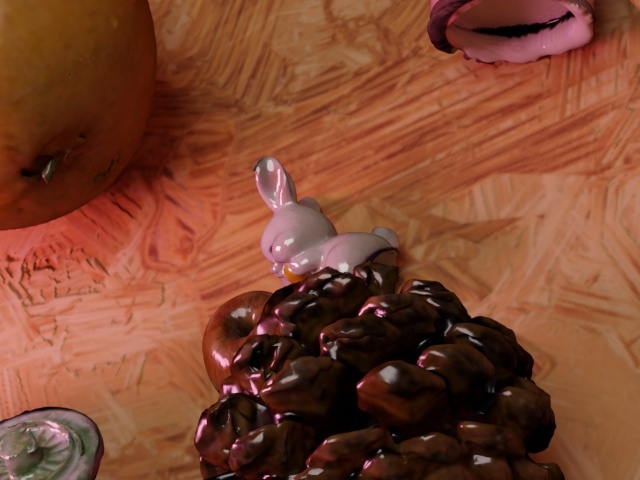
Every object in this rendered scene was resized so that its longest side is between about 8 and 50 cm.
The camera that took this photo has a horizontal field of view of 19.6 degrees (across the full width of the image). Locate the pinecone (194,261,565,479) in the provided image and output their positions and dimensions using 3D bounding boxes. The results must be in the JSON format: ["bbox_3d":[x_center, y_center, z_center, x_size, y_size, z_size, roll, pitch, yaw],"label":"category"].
[{"bbox_3d":[0.036,0.138,1.164,0.243,0.243,0.257,-24,13,10],"label":"pinecone"}]

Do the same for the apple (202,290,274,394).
[{"bbox_3d":[-0.043,0.080,1.320,0.084,0.071,0.084,-10,52,13],"label":"apple"}]

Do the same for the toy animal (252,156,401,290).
[{"bbox_3d":[-0.004,0.005,1.343,0.124,0.071,0.085,24,75,33],"label":"toy animal"}]

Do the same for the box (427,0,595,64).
[{"bbox_3d":[0.141,-0.210,1.363,0.151,0.151,0.135,-5,70,22],"label":"box"}]

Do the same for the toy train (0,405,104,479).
[{"bbox_3d":[-0.266,0.214,1.242,0.307,0.173,0.249,23,51,38],"label":"toy train"}]

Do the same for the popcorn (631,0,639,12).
[{"bbox_3d":[0.323,-0.224,1.202,0.274,0.279,0.335,-24,60,-11],"label":"popcorn"}]

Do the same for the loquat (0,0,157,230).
[{"bbox_3d":[-0.251,-0.134,1.418,0.263,0.263,0.263,-11,58,18],"label":"loquat"}]
